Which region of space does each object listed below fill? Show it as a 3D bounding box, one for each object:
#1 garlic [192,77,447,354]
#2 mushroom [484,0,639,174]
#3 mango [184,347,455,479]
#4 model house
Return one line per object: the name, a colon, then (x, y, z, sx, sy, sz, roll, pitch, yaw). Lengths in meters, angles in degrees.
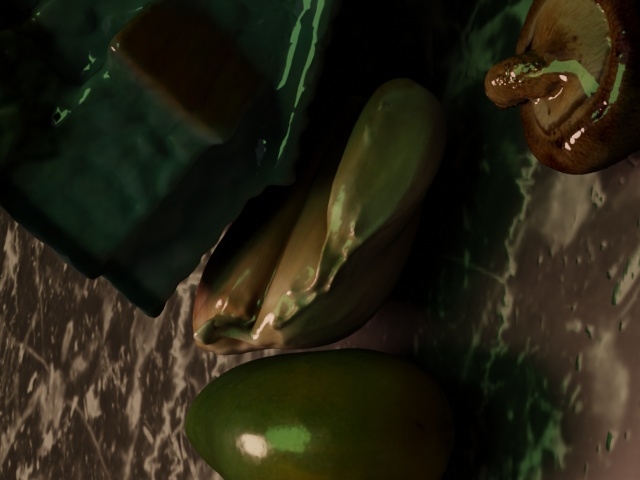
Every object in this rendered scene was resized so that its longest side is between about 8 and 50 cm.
garlic: (0.000, 0.000, 1.065, 0.228, 0.110, 0.217, -54, 17, -10)
mushroom: (0.156, -0.102, 0.867, 0.127, 0.087, 0.127, -13, 75, 60)
mango: (-0.007, 0.133, 1.019, 0.251, 0.156, 0.114, -15, 90, 65)
model house: (-0.105, -0.182, 1.073, 0.339, 0.297, 0.360, -42, 13, 7)
